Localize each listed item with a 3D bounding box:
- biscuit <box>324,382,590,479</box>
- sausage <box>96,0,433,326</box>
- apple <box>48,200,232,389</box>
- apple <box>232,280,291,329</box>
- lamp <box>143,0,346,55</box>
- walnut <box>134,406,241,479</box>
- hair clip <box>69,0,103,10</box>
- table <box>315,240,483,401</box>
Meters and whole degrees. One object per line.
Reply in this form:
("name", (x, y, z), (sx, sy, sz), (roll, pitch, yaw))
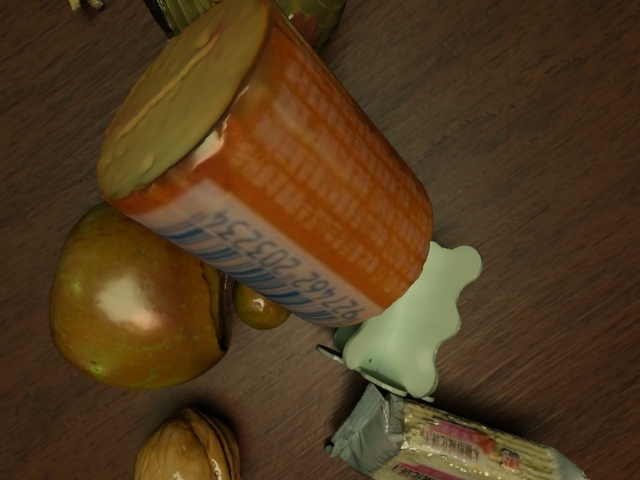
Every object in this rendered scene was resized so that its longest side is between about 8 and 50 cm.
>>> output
("biscuit", (0.173, 0.298, 0.626), (0.308, 0.079, 0.186), (20, 133, -4))
("sausage", (-0.042, -0.061, 0.487), (0.233, 0.233, 0.287), (-52, 131, 2))
("apple", (-0.203, 0.064, 0.571), (0.207, 0.237, 0.237), (12, 92, -14))
("apple", (-0.079, 0.078, 0.630), (0.074, 0.089, 0.090), (-34, 93, 14))
("lamp", (-0.107, -0.314, 0.550), (0.284, 0.250, 0.251), (3, 93, 33))
("walnut", (-0.175, 0.316, 0.614), (0.144, 0.144, 0.180), (0, 83, -1))
("hair clip", (-0.366, -0.408, 0.623), (0.062, 0.056, 0.214), (-23, 94, 33))
("table", (0.108, 0.083, 0.606), (0.166, 0.166, 0.199), (24, 84, -2))
